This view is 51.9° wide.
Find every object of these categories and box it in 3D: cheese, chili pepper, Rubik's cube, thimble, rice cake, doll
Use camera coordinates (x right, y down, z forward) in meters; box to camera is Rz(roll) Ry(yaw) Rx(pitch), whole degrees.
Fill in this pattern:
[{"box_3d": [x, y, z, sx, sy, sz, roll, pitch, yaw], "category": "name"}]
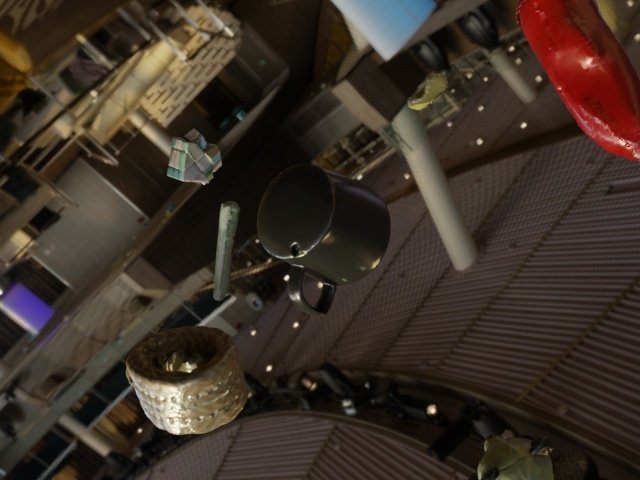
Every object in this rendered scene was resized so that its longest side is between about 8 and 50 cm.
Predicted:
[{"box_3d": [0.182, -0.255, 1.132, 0.083, 0.044, 0.030, -39, -137, 48], "category": "cheese"}, {"box_3d": [0.359, -0.264, 0.913, 0.110, 0.387, 0.110, -17, 159, -7], "category": "chili pepper"}, {"box_3d": [-0.188, -0.126, 1.012, 0.075, 0.073, 0.084, 44, -60, 46], "category": "Rubik's cube"}, {"box_3d": [-0.262, 0.275, 1.299, 0.229, 0.148, 0.196, -4, -157, 16], "category": "thimble"}, {"box_3d": [-0.189, 0.024, 1.306, 0.033, 0.033, 0.207, 21, -72, 46], "category": "rice cake"}, {"box_3d": [0.281, 0.386, 0.905, 0.135, 0.144, 0.234, 75, 11, -72], "category": "doll"}]

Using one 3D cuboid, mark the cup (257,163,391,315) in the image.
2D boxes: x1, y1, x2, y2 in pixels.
[{"box_3d": [0.000, 0.000, 0.999, 0.169, 0.176, 0.223, 5, -103, 36], "category": "cup"}]
